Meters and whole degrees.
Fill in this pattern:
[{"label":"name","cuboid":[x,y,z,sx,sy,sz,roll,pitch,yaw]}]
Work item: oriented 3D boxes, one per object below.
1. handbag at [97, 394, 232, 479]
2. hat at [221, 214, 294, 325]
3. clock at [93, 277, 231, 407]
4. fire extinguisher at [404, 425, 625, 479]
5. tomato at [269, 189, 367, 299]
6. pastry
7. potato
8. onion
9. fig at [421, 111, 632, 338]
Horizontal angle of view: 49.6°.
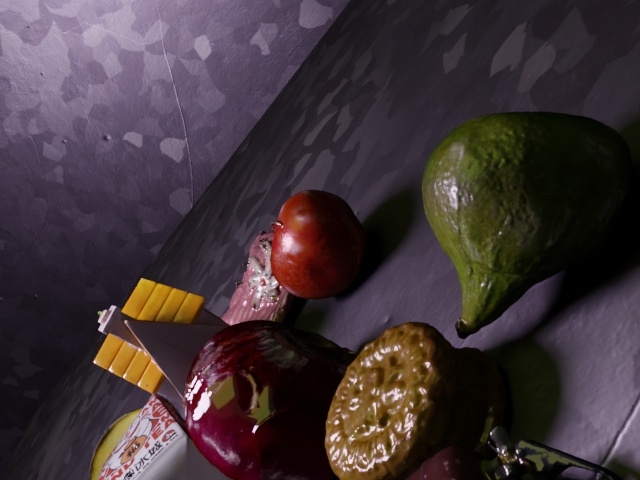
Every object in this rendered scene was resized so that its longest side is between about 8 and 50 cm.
[{"label":"handbag","cuboid":[-0.271,0.367,1.126,0.171,0.151,0.298,-45,25,-16]},{"label":"hat","cuboid":[-0.100,0.054,1.350,0.237,0.107,0.286,-2,62,55]},{"label":"clock","cuboid":[-0.222,0.182,1.141,0.235,0.310,0.166,-8,53,64]},{"label":"fire extinguisher","cuboid":[0.097,0.271,0.582,0.344,0.102,0.138,-45,52,18]},{"label":"tomato","cuboid":[0.000,0.000,1.120,0.187,0.152,0.186,9,-90,-73]},{"label":"pastry","cuboid":[0.094,0.178,0.712,0.188,0.103,0.188,-46,23,26]},{"label":"potato","cuboid":[-0.329,0.443,1.278,0.160,0.111,0.271,-21,37,-2]},{"label":"onion","cuboid":[-0.074,0.220,0.907,0.216,0.207,0.206,-60,16,9]},{"label":"fig","cuboid":[0.200,-0.010,0.696,0.203,0.203,0.235,-165,80,-69]}]
